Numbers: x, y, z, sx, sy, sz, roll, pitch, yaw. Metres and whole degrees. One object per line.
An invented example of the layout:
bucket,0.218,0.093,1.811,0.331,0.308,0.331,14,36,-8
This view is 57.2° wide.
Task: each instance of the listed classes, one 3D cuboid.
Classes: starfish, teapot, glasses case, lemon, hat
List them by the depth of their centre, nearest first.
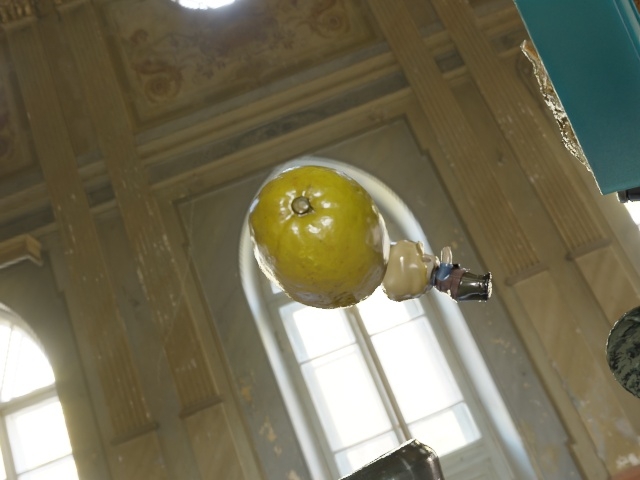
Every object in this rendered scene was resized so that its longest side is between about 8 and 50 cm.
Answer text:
glasses case,0.349,-0.211,0.717,0.070,0.300,0.117,-29,6,-30
lemon,0.000,0.000,0.731,0.170,0.169,0.207,-24,-35,4
hat,0.624,0.162,0.991,0.265,0.265,0.128,-39,5,43
starfish,0.447,-0.221,1.075,0.048,0.231,0.295,-26,-50,22
teapot,0.182,0.631,1.241,0.254,0.343,0.300,-13,-25,-35

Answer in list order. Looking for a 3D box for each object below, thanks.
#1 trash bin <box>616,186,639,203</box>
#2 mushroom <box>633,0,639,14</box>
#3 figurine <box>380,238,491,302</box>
trash bin,0.614,-0.205,1.020,0.210,0.290,0.182,-3,-25,35
mushroom,0.734,-0.490,1.377,0.255,0.267,0.267,13,-19,3
figurine,0.193,0.057,1.011,0.196,0.108,0.114,5,-22,21
